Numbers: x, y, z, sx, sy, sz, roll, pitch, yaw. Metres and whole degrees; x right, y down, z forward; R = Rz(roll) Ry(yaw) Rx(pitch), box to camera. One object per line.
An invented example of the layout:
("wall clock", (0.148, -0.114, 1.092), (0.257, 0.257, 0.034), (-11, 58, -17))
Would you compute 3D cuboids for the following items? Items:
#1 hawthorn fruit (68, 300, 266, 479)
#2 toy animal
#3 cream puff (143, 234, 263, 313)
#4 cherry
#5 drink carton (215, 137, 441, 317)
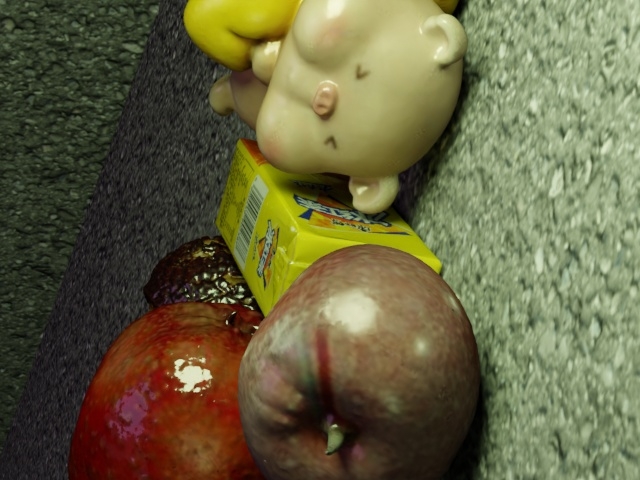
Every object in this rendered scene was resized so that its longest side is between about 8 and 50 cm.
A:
("hawthorn fruit", (-0.123, 0.214, 1.869), (0.307, 0.265, 0.265), (-59, 21, 13))
("toy animal", (0.005, -0.153, 1.892), (0.345, 0.277, 0.247), (-55, 41, 47))
("cream puff", (-0.087, 0.102, 2.106), (0.239, 0.165, 0.239), (55, 171, 12))
("cherry", (0.036, 0.127, 1.661), (0.236, 0.213, 0.285), (-46, 9, 23))
("drink carton", (0.000, 0.000, 1.958), (0.351, 0.154, 0.111), (-126, 50, -69))
